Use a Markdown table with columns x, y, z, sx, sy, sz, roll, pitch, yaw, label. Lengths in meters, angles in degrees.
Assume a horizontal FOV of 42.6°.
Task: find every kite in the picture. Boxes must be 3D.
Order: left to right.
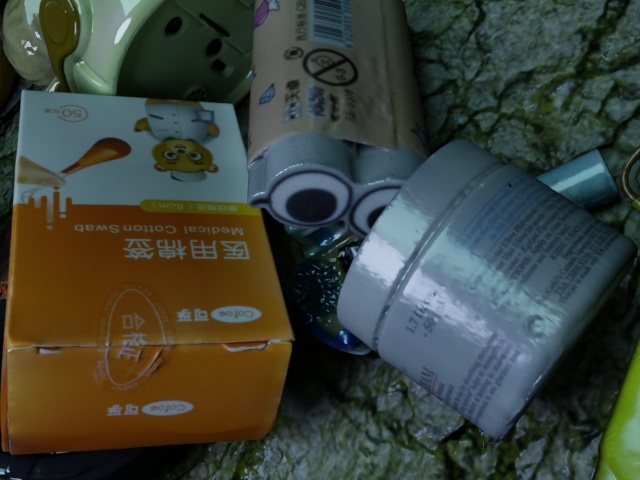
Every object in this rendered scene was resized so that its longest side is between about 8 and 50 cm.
| x | y | z | sx | sy | sz | roll | pitch | yaw | label |
| --- | --- | --- | --- | --- | --- | --- | --- | --- | --- |
| -0.406 | 0.008 | 1.111 | 0.125 | 0.008 | 0.222 | -45 | 50 | 2 | kite |

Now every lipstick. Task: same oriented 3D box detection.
| x | y | z | sx | sy | sz | roll | pitch | yaw | label |
| --- | --- | --- | --- | --- | --- | --- | --- | --- | --- |
| 0.176 | -0.024 | 0.713 | 0.158 | 0.048 | 0.048 | -27 | 54 | 19 | lipstick |

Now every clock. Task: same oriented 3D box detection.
| x | y | z | sx | sy | sz | roll | pitch | yaw | label |
| --- | --- | --- | --- | --- | --- | --- | --- | --- | --- |
| -0.156 | -0.237 | 0.906 | 0.348 | 0.286 | 0.117 | -48 | 68 | 10 | clock |

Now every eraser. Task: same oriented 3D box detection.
| x | y | z | sx | sy | sz | roll | pitch | yaw | label |
| --- | --- | --- | --- | --- | --- | --- | --- | --- | --- |
| 0.020 | -0.139 | 0.777 | 0.087 | 0.171 | 0.290 | 113 | 161 | -47 | eraser |

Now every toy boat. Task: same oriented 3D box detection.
| x | y | z | sx | sy | sz | roll | pitch | yaw | label |
| --- | --- | --- | --- | --- | --- | --- | --- | --- | --- |
| 0.000 | 0.000 | 0.772 | 0.114 | 0.115 | 0.262 | -33 | 52 | 15 | toy boat |

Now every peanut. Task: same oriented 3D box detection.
| x | y | z | sx | sy | sz | roll | pitch | yaw | label |
| --- | --- | --- | --- | --- | --- | --- | --- | --- | --- |
| -0.324 | -0.368 | 1.155 | 0.174 | 0.158 | 0.339 | 1 | 67 | 50 | peanut |

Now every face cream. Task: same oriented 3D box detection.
| x | y | z | sx | sy | sz | roll | pitch | yaw | label |
| --- | --- | --- | --- | --- | --- | --- | --- | --- | --- |
| 0.123 | 0.036 | 0.611 | 0.153 | 0.177 | 0.177 | 37 | 89 | 21 | face cream |

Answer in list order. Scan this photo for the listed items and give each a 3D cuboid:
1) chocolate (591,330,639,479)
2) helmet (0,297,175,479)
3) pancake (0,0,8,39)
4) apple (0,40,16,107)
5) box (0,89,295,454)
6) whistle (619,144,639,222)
| x | y | z | sx | sy | sz | roll | pitch | yaw | label |
| --- | --- | --- | --- | --- | --- | --- | --- | --- | --- |
| 0.299 | 0.207 | 0.453 | 0.301 | 0.137 | 0.288 | 14 | 74 | 36 | chocolate |
| -0.260 | 0.173 | 0.795 | 0.279 | 0.160 | 0.230 | -6 | 43 | -9 | helmet |
| -0.408 | -0.445 | 1.182 | 0.065 | 0.356 | 0.356 | 26 | 79 | -1 | pancake |
| -0.627 | -0.284 | 1.244 | 0.299 | 0.275 | 0.298 | -20 | 53 | 30 | apple |
| -0.170 | 0.018 | 0.760 | 0.341 | 0.225 | 0.143 | -107 | 25 | -43 | box |
| 0.289 | -0.061 | 0.656 | 0.109 | 0.057 | 0.046 | -43 | 10 | 10 | whistle |
